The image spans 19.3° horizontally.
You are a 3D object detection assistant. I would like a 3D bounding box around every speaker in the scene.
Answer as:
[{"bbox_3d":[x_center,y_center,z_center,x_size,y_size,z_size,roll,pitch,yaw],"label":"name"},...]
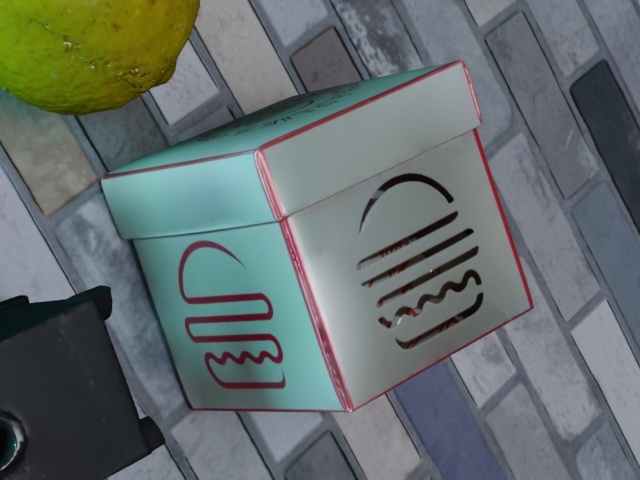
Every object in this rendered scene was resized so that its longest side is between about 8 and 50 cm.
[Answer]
[{"bbox_3d":[-0.326,0.170,1.864,0.254,0.232,0.184,-27,103,-36],"label":"speaker"}]

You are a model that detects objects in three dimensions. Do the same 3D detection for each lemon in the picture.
[{"bbox_3d":[-0.265,-0.270,1.948,0.310,0.258,0.257,38,63,-36],"label":"lemon"}]

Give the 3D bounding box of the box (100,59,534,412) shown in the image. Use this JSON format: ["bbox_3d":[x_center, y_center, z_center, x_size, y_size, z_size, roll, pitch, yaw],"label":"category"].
[{"bbox_3d":[0.000,0.000,2.090,0.314,0.312,0.300,-26,103,-36],"label":"box"}]
